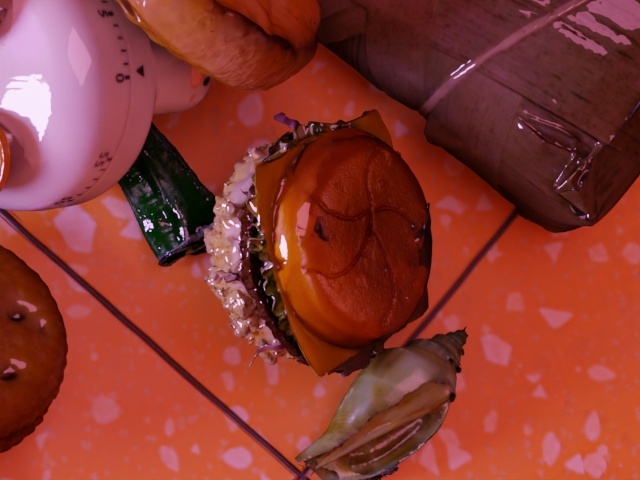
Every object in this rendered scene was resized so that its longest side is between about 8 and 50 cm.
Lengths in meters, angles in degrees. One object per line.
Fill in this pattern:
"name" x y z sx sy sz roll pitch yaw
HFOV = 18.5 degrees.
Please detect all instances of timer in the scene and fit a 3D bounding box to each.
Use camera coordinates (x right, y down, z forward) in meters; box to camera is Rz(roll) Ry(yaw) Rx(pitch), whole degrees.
"timer" -0.239 -0.142 1.748 0.240 0.233 0.233 -9 77 -55

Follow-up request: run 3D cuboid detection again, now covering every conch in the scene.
"conch" 0.071 0.154 1.839 0.095 0.079 0.200 41 86 -18

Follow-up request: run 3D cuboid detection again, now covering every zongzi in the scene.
"zongzi" 0.219 -0.322 1.864 0.467 0.218 0.500 40 92 -6

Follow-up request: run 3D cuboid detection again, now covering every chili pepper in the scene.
"chili pepper" -0.166 -0.089 1.840 0.088 0.059 0.227 -26 81 -25

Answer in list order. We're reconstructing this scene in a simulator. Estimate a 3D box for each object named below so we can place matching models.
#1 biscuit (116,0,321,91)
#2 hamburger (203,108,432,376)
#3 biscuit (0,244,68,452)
"biscuit" -0.122 -0.252 1.720 0.102 0.296 0.296 -38 89 20
"hamburger" 0.000 0.000 1.804 0.262 0.139 0.243 -21 103 -45
"biscuit" -0.323 0.087 1.699 0.220 0.066 0.220 18 47 -21
